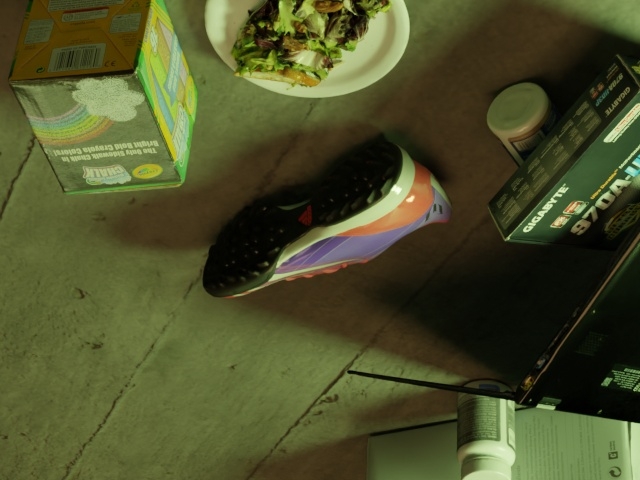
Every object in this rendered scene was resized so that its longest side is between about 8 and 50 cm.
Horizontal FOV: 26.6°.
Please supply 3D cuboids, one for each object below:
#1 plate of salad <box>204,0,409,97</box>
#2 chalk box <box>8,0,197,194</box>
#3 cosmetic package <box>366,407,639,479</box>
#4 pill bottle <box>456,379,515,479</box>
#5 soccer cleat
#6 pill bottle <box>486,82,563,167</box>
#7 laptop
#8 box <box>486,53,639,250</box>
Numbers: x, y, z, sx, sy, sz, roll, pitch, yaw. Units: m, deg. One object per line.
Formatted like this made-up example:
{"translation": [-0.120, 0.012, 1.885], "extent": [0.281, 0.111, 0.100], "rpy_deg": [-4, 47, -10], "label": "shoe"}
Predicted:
{"translation": [-0.014, -0.201, 1.310], "extent": [0.200, 0.048, 0.200], "rpy_deg": [4, 142, 3], "label": "plate of salad"}
{"translation": [-0.204, -0.135, 1.352], "extent": [0.132, 0.132, 0.213], "rpy_deg": [-4, 142, 10], "label": "chalk box"}
{"translation": [0.275, 0.357, 1.909], "extent": [0.385, 0.156, 0.217], "rpy_deg": [-11, 139, 21], "label": "cosmetic package"}
{"translation": [0.220, 0.262, 1.803], "extent": [0.078, 0.137, 0.078], "rpy_deg": [4, 142, 3], "label": "pill bottle"}
{"translation": [0.000, 0.000, 1.525], "extent": [0.318, 0.108, 0.116], "rpy_deg": [-29, 135, 33], "label": "soccer cleat"}
{"translation": [0.226, -0.101, 1.393], "extent": [0.067, 0.067, 0.120], "rpy_deg": [-18, 137, 27], "label": "pill bottle"}
{"translation": [0.320, 0.095, 1.583], "extent": [0.382, 0.236, 0.408], "rpy_deg": [13, 117, -41], "label": "laptop"}
{"translation": [0.297, -0.081, 1.347], "extent": [0.175, 0.051, 0.220], "rpy_deg": [5, 137, -37], "label": "box"}
